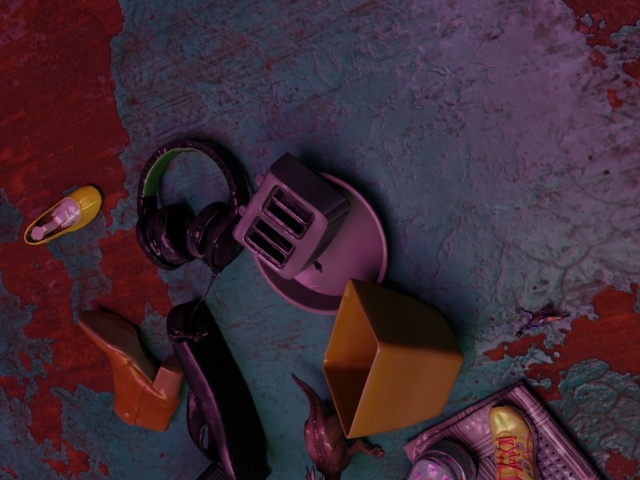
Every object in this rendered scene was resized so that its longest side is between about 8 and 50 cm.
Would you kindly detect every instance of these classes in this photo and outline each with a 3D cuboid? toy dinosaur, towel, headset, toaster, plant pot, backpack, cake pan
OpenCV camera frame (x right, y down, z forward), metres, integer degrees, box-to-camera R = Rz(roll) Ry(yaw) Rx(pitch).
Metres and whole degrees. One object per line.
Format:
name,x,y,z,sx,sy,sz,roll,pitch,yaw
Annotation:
toy dinosaur,0.384,0.152,1.576,0.090,0.047,0.082,23,138,5
towel,0.357,0.461,1.705,0.324,0.056,0.312,-39,90,34
headset,-0.263,-0.001,1.752,0.243,0.185,0.394,-1,98,27
toaster,-0.050,-0.037,1.609,0.185,0.110,0.168,39,123,8
plant pot,0.137,0.216,1.615,0.187,0.212,0.212,5,120,-18
backpack,0.225,0.476,1.690,0.152,0.115,0.182,30,115,18
toy dinosaur,0.010,0.413,1.774,0.127,0.200,0.296,-14,103,30
cake pan,0.000,0.000,1.697,0.293,0.054,0.293,10,114,23

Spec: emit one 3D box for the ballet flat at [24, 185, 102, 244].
ballet flat,-0.574,-0.047,1.953,0.231,0.077,0.077,-27,96,32

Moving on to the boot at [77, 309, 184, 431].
boot,-0.453,0.307,2.022,0.295,0.104,0.211,30,120,8

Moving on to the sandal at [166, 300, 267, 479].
sandal,-0.231,0.347,1.897,0.107,0.167,0.446,-20,91,26

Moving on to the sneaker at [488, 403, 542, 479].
sneaker,0.352,0.399,1.610,0.081,0.094,0.209,-14,99,32

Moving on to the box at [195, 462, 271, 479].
box,-0.230,0.560,1.951,0.108,0.207,0.153,46,122,3
